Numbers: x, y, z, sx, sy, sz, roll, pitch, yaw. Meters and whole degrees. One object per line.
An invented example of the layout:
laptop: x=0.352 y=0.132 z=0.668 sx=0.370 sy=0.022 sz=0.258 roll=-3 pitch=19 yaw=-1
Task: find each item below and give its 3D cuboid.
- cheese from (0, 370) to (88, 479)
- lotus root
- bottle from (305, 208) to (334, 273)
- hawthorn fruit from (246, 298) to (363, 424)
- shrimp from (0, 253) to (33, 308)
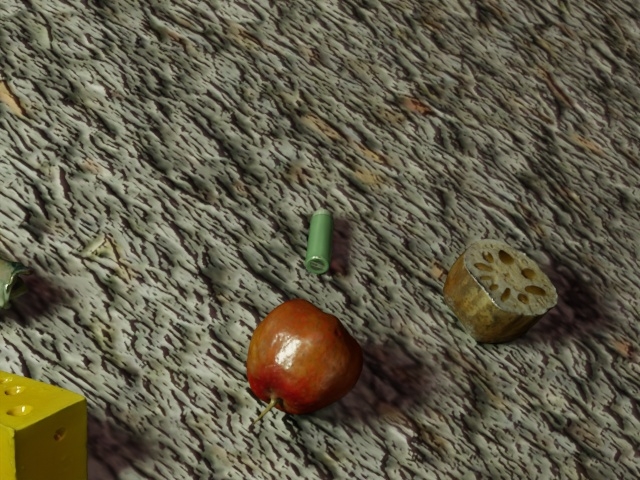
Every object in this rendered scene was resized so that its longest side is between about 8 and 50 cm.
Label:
cheese: x=-0.318 y=0.181 z=1.683 sx=0.171 sy=0.126 sz=0.093 roll=29 pitch=40 yaw=33
lotus root: x=0.210 y=0.062 z=2.006 sx=0.112 sy=0.081 sz=0.122 roll=-19 pitch=59 yaw=-37
bottle: x=0.000 y=0.000 z=2.004 sx=0.030 sy=0.030 sz=0.083 roll=16 pitch=45 yaw=-10
hawthorn fruit: x=-0.020 y=0.134 z=1.822 sx=0.125 sy=0.125 sz=0.140 roll=8 pitch=81 yaw=-17
shrimp: x=-0.449 y=0.060 z=1.725 sx=0.185 sy=0.068 sz=0.287 roll=35 pitch=44 yaw=18
